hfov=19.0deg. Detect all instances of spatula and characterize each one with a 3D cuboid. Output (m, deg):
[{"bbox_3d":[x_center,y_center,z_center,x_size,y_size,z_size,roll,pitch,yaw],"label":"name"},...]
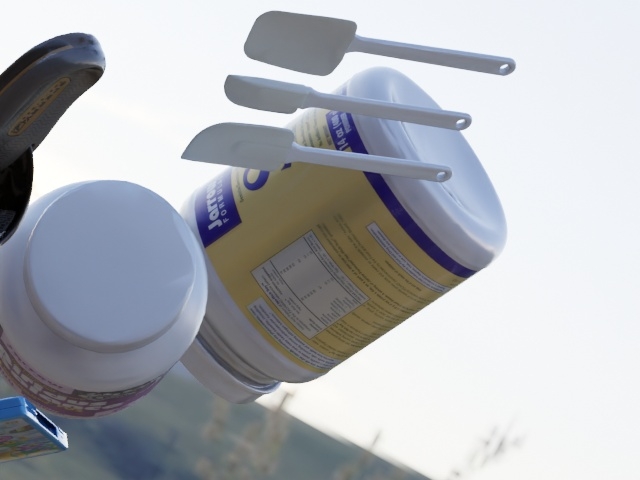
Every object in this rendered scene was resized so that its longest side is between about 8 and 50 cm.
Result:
[{"bbox_3d":[0.030,-0.106,1.494,0.242,0.168,0.019,6,42,-28],"label":"spatula"}]

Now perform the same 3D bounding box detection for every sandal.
[{"bbox_3d":[-0.193,-0.030,1.110,0.060,0.219,0.090,49,15,9],"label":"sandal"}]

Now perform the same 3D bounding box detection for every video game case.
[{"bbox_3d":[-0.242,0.135,1.285,0.119,0.015,0.166,-10,-14,0],"label":"video game case"}]

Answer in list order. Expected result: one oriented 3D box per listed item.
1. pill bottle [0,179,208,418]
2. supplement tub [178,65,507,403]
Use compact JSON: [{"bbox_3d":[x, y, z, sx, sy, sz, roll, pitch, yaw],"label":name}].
[{"bbox_3d":[-0.181,0.046,1.533,0.169,0.169,0.301,30,-16,-4],"label":"pill bottle"},{"bbox_3d":[0.000,0.000,1.984,0.241,0.331,0.241,47,21,-24],"label":"supplement tub"}]
